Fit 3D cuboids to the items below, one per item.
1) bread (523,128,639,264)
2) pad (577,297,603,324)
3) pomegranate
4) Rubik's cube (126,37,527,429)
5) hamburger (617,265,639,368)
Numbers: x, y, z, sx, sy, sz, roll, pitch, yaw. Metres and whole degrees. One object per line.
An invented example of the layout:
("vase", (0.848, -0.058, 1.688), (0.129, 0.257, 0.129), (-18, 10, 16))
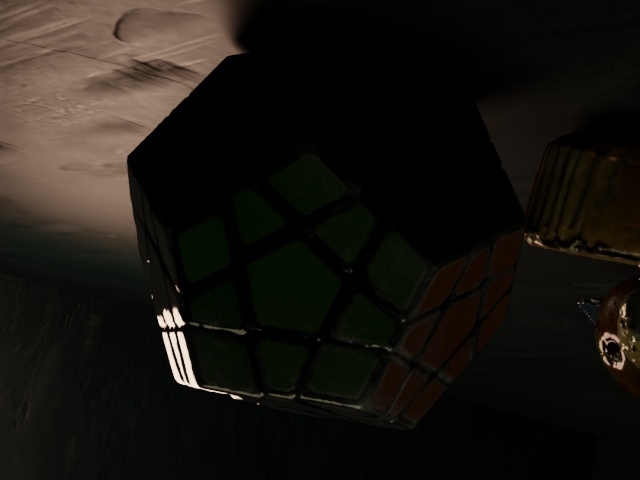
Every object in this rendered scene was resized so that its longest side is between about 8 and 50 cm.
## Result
("bread", (0.263, -0.029, 0.966), (0.190, 0.114, 0.132), (16, -179, 19))
("pad", (0.520, 0.127, 1.745), (0.269, 0.012, 0.269), (5, 167, 24))
("pomegranate", (0.422, 0.106, 1.429), (0.205, 0.159, 0.159), (-13, 171, -7))
("Rubik's cube", (0.000, 0.000, 0.944), (0.319, 0.319, 0.264), (1, 139, 41))
("hamburger", (0.400, 0.064, 1.133), (0.288, 0.168, 0.192), (11, 167, -2))
